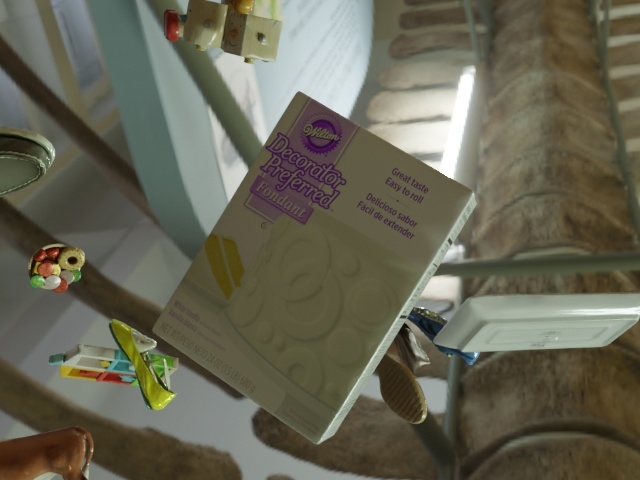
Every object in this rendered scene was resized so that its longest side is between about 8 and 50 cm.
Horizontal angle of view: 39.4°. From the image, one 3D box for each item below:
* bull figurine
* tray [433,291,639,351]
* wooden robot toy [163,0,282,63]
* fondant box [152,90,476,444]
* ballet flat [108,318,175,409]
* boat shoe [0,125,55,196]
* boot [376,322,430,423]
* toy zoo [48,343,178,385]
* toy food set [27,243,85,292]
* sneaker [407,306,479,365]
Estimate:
[{"bbox_3d":[-0.606,0.465,1.784,0.311,0.188,0.101,-10,179,-1],"label":"bull figurine"},{"bbox_3d":[0.296,0.112,1.170,0.271,0.145,0.030,0,-118,-14],"label":"tray"},{"bbox_3d":[-0.070,-0.177,0.645,0.076,0.079,0.173,7,-165,-17],"label":"wooden robot toy"},{"bbox_3d":[-0.006,0.030,1.039,0.238,0.330,0.096,32,-179,13],"label":"fondant box"},{"bbox_3d":[-0.394,0.269,2.013,0.077,0.230,0.077,-27,174,4],"label":"ballet flat"},{"bbox_3d":[-0.499,-0.073,1.167,0.305,0.109,0.091,-10,-132,3],"label":"boat shoe"},{"bbox_3d":[0.194,0.278,1.954,0.207,0.090,0.248,2,-132,-55],"label":"boot"},{"bbox_3d":[-0.520,0.310,2.202,0.293,0.192,0.030,11,-118,-23],"label":"toy zoo"},{"bbox_3d":[-0.411,0.043,1.386,0.083,0.082,0.020,8,-157,-33],"label":"toy food set"},{"bbox_3d":[0.270,0.217,2.042,0.209,0.082,0.069,25,-160,32],"label":"sneaker"}]
